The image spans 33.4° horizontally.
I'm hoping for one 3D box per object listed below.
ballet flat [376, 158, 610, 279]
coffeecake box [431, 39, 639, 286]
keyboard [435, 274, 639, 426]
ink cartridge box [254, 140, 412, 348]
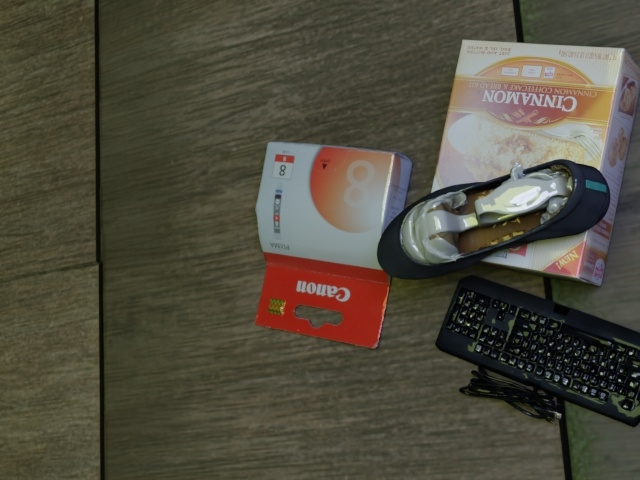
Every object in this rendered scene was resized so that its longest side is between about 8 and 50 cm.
[{"bbox_3d":[0.122,-0.019,0.834,0.203,0.074,0.074,-16,73,28],"label":"ballet flat"},{"bbox_3d":[0.176,-0.066,0.892,0.142,0.068,0.185,10,87,31],"label":"coffeecake box"},{"bbox_3d":[0.180,0.099,0.878,0.192,0.038,0.100,19,91,33],"label":"keyboard"},{"bbox_3d":[0.000,0.000,1.002,0.145,0.045,0.179,8,83,33],"label":"ink cartridge box"}]
